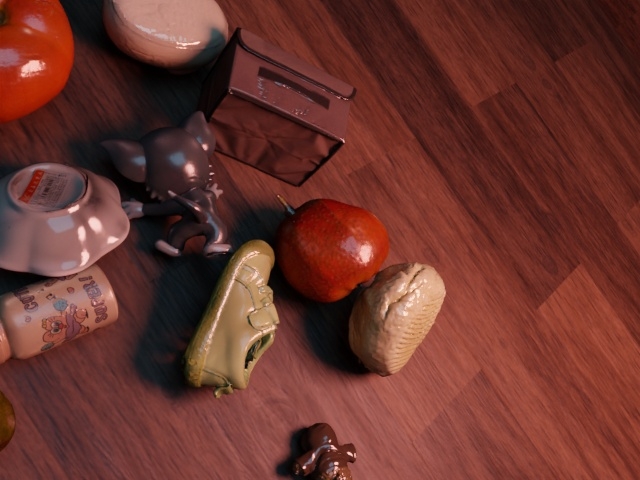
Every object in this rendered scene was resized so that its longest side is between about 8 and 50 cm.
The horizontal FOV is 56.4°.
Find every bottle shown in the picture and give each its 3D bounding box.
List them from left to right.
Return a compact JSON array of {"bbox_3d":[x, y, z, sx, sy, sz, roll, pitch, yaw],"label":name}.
[{"bbox_3d":[-0.397,0.109,0.828,0.209,0.110,0.097,-24,93,-37],"label":"bottle"}]

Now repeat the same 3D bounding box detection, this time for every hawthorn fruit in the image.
[{"bbox_3d":[0.000,0.000,1.071,0.225,0.196,0.196,45,53,2],"label":"hawthorn fruit"}]

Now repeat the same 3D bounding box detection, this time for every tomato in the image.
[{"bbox_3d":[-0.506,-0.301,0.911,0.260,0.180,0.259,14,63,-28],"label":"tomato"}]

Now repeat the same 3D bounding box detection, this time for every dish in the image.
[{"bbox_3d":[-0.397,-0.056,0.878,0.230,0.081,0.229,8,47,-9],"label":"dish"}]

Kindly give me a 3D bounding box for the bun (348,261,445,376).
[{"bbox_3d":[0.126,0.132,1.084,0.134,0.220,0.220,31,48,26],"label":"bun"}]

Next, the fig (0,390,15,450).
[{"bbox_3d":[-0.470,0.212,0.753,0.133,0.185,0.126,-44,137,-9],"label":"fig"}]

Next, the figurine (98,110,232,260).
[{"bbox_3d":[-0.243,-0.078,0.994,0.193,0.140,0.265,-18,55,-18],"label":"figurine"}]

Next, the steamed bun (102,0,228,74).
[{"bbox_3d":[-0.289,-0.396,1.113,0.228,0.131,0.177,0,68,-30],"label":"steamed bun"}]

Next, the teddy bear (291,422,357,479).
[{"bbox_3d":[0.016,0.377,0.969,0.120,0.078,0.160,-8,73,-29],"label":"teddy bear"}]

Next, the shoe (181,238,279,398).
[{"bbox_3d":[-0.131,0.129,0.970,0.128,0.140,0.262,30,61,-4],"label":"shoe"}]

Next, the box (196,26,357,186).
[{"bbox_3d":[-0.092,-0.241,1.130,0.252,0.188,0.153,23,56,-23],"label":"box"}]
